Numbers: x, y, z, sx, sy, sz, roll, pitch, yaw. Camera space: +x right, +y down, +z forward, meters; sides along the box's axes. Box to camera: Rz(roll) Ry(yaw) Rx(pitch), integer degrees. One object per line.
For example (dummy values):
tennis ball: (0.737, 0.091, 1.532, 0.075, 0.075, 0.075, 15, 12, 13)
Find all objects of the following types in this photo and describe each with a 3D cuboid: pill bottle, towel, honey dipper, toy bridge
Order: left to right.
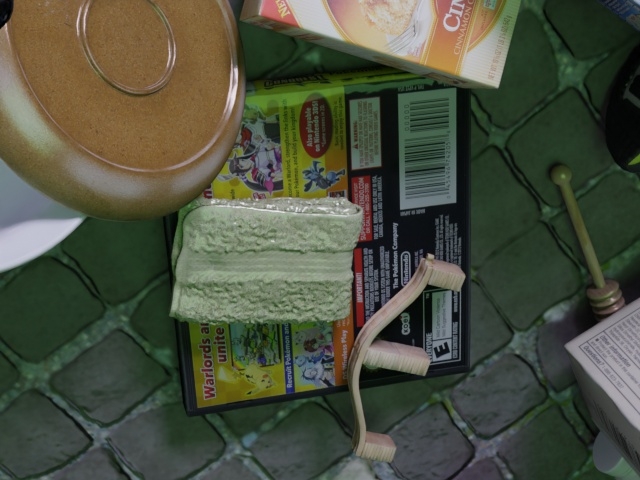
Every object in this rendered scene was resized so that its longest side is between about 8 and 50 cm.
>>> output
towel: (-0.042, 0.018, 0.918, 0.148, 0.027, 0.110, 1, 113, -14)
toy bridge: (0.059, 0.095, 0.976, 0.063, 0.026, 0.188, 13, 109, -18)
honey dipper: (0.230, 0.004, 1.020, 0.030, 0.030, 0.161, -25, 111, -3)
pill bottle: (0.314, 0.209, 1.101, 0.116, 0.065, 0.065, 22, 105, -20)

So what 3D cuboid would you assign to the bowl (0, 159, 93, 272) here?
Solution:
bowl: (-0.279, -0.109, 0.756, 0.298, 0.134, 0.298, 13, 71, -41)

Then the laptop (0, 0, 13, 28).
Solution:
laptop: (-0.415, -0.146, 0.625, 0.382, 0.236, 0.408, -42, 98, 5)

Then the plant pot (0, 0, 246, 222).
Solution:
plant pot: (-0.134, -0.131, 0.787, 0.236, 0.032, 0.236, 12, 72, -41)

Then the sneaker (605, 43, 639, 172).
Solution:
sneaker: (0.362, -0.151, 0.947, 0.300, 0.111, 0.121, -41, 119, 6)

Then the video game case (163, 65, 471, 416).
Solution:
video game case: (0.000, 0.000, 0.956, 0.248, 0.035, 0.275, -8, 114, -11)

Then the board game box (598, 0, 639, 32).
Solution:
board game box: (0.224, -0.233, 0.798, 0.194, 0.060, 0.194, 23, 92, 0)

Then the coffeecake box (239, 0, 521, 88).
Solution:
coffeecake box: (0.052, -0.202, 0.849, 0.185, 0.068, 0.142, 14, 93, -17)

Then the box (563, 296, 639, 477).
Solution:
box: (0.384, 0.083, 1.005, 0.311, 0.148, 0.121, -31, 132, -2)
